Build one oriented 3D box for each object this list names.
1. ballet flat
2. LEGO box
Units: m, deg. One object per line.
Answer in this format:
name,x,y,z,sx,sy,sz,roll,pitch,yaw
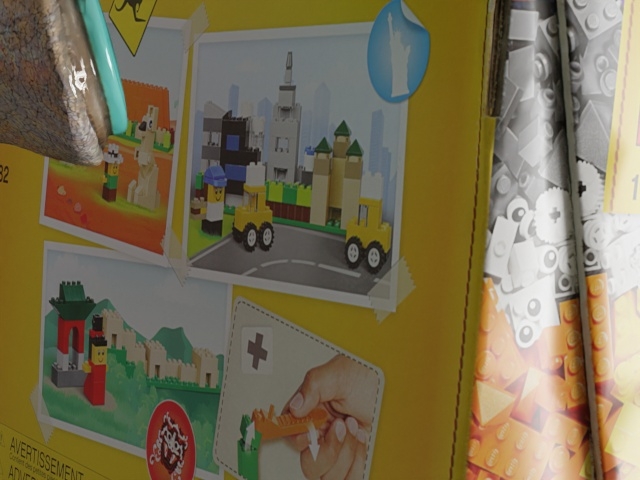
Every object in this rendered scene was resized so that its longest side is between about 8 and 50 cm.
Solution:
ballet flat,-0.143,-0.099,0.628,0.106,0.107,0.316,-17,-153,-6
LEGO box,0.000,0.000,0.849,0.500,0.193,0.372,12,-81,55
